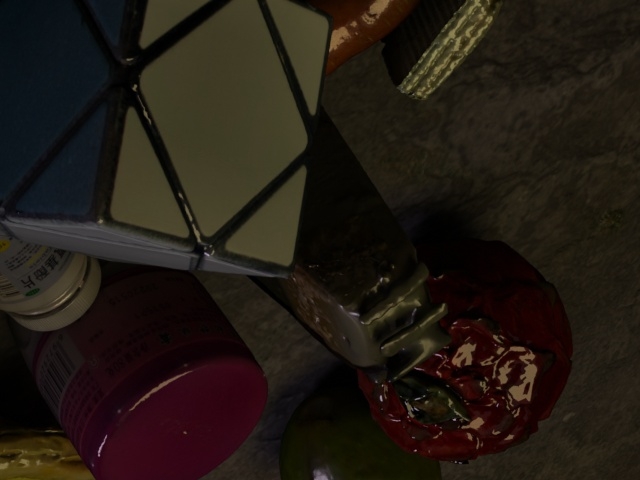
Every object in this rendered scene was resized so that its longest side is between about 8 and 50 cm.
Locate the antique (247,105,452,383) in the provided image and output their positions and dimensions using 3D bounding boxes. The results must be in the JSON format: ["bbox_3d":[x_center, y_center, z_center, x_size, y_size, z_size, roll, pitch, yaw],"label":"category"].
[{"bbox_3d":[0.000,0.000,1.345,0.150,0.284,0.125,-34,146,-10],"label":"antique"}]

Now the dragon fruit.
[{"bbox_3d":[0.148,0.117,1.671,0.244,0.244,0.299,-38,167,-2],"label":"dragon fruit"}]

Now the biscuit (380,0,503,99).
[{"bbox_3d":[0.141,-0.241,1.328,0.046,0.147,0.250,33,109,-21],"label":"biscuit"}]

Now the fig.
[{"bbox_3d":[0.039,0.253,1.764,0.181,0.181,0.191,-38,122,-2],"label":"fig"}]

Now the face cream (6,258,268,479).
[{"bbox_3d":[-0.166,0.104,1.387,0.175,0.195,0.175,-25,145,-19],"label":"face cream"}]

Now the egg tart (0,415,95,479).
[{"bbox_3d":[-0.343,0.273,1.467,0.345,0.132,0.345,-24,143,-20],"label":"egg tart"}]

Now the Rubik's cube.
[{"bbox_3d":[-0.139,-0.092,1.119,0.207,0.205,0.205,16,81,-51],"label":"Rubik's cube"}]

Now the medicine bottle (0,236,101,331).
[{"bbox_3d":[-0.255,-0.006,1.261,0.103,0.103,0.186,-36,145,-5],"label":"medicine bottle"}]

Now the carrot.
[{"bbox_3d":[0.021,-0.195,1.320,0.193,0.087,0.087,-44,145,3],"label":"carrot"}]
